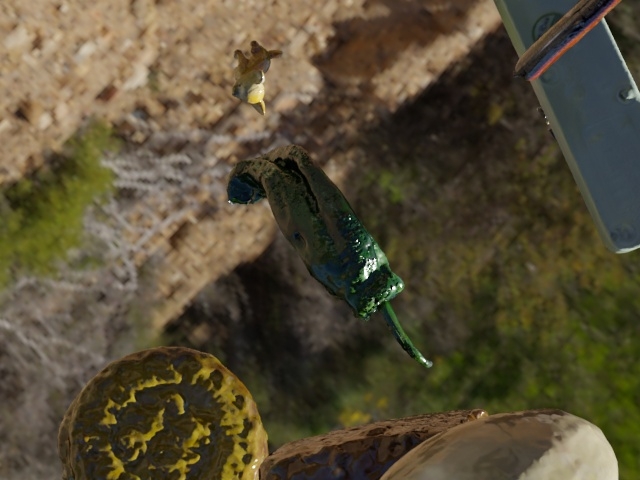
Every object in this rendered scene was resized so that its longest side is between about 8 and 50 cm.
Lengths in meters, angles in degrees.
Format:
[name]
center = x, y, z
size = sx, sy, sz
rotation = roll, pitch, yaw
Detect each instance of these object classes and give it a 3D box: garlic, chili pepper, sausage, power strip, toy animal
[garlic]
center = 0.119, 0.208, 1.058
size = 0.245, 0.145, 0.164
rotation = -38, 163, -11
[chili pepper]
center = 0.000, 0.000, 1.324
size = 0.065, 0.279, 0.122
rotation = -32, 149, -17
[sausage]
center = 0.212, -0.180, 1.230
size = 0.028, 0.025, 0.198
rotation = -58, -173, -27
[power strip]
center = 0.263, -0.174, 1.512
size = 0.091, 0.385, 0.062
rotation = -23, 174, -1
[toy animal]
center = -0.077, -0.203, 1.825
size = 0.081, 0.083, 0.060
rotation = -11, 138, -16

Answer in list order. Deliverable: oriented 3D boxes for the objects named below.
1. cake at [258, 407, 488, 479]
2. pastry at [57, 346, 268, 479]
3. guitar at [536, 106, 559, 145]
[cake]
center = 0.072, 0.300, 1.274
size = 0.196, 0.293, 0.198
rotation = -11, 178, 10
[pastry]
center = -0.176, 0.241, 1.670
size = 0.240, 0.235, 0.132
rotation = -22, 163, -12
[guitar]
center = 0.300, -0.122, 1.784
size = 0.025, 0.088, 0.233
rotation = -38, 156, 12
